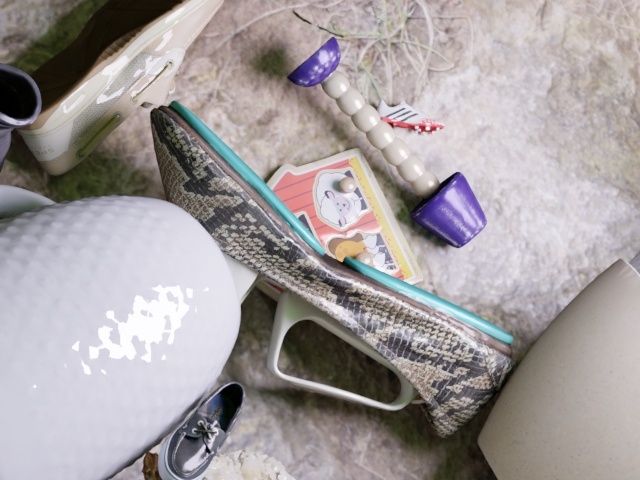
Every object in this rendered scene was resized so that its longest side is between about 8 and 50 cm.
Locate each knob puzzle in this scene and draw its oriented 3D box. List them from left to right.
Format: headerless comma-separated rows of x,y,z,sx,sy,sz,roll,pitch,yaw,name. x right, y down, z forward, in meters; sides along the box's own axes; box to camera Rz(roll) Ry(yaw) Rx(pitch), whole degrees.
0.000,0.000,1.969,0.213,0.030,0.213,5,73,-17,knob puzzle

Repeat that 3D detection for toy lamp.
0.082,-0.106,1.994,0.080,0.080,0.274,-44,96,-24,toy lamp

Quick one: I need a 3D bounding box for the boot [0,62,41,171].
-0.459,-0.133,1.755,0.338,0.223,0.118,-2,75,-19,boot

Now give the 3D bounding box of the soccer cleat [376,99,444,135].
0.104,-0.143,2.048,0.083,0.029,0.035,5,76,-12,soccer cleat

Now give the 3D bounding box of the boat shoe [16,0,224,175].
-0.208,-0.191,1.931,0.302,0.109,0.098,-45,130,-25,boat shoe

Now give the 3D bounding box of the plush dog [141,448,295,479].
-0.079,0.315,1.720,0.225,0.210,0.262,36,63,22,plush dog

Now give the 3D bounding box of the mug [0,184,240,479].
-0.285,0.073,1.746,0.328,0.276,0.374,-29,56,-33,mug

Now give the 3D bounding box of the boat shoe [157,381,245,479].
-0.112,0.182,1.690,0.049,0.040,0.142,36,36,-2,boat shoe

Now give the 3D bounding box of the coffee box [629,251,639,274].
0.624,0.013,1.998,0.338,0.338,0.334,-42,89,-24,coffee box

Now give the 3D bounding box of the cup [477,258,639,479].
0.308,0.219,1.873,0.237,0.331,0.331,-32,85,3,cup

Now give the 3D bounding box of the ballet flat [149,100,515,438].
-0.017,0.056,1.872,0.483,0.164,0.182,35,91,-13,ballet flat
